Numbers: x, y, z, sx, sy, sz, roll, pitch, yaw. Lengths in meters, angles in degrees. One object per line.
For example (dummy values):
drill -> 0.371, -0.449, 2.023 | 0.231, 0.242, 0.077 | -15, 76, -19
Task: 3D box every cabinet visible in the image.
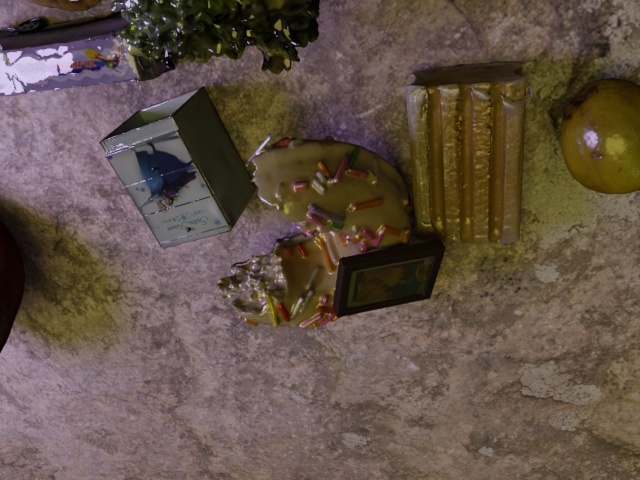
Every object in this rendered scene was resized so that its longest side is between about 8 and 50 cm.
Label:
cabinet -> -0.233, -0.121, 1.050 | 0.144, 0.150, 0.206 | -13, 119, 23

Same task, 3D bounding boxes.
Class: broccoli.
broccoli -> -0.121, -0.370, 0.778 | 0.323, 0.272, 0.335 | -19, 86, 24

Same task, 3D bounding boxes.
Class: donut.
donut -> 0.004, 0.006, 1.024 | 0.307, 0.150, 0.371 | 0, 135, -23

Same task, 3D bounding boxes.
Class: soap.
soap -> 0.228, -0.125, 0.965 | 0.173, 0.089, 0.274 | -1, 124, 12

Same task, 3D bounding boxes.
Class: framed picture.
framed picture -> 0.107, 0.062, 0.995 | 0.168, 0.023, 0.128 | -10, 139, -14

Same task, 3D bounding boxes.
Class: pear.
pear -> 0.408, -0.143, 0.870 | 0.148, 0.149, 0.162 | -28, 107, 29

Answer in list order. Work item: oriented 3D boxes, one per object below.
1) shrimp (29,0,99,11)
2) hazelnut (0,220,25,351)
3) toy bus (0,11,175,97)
shrimp -> -0.374, -0.413, 0.935 | 0.254, 0.059, 0.145 | -2, 132, 10
hazelnut -> -0.761, 0.112, 1.241 | 0.365, 0.366, 0.366 | 7, 125, 10
toy bus -> -0.400, -0.290, 0.984 | 0.316, 0.138, 0.113 | -4, 121, 15
